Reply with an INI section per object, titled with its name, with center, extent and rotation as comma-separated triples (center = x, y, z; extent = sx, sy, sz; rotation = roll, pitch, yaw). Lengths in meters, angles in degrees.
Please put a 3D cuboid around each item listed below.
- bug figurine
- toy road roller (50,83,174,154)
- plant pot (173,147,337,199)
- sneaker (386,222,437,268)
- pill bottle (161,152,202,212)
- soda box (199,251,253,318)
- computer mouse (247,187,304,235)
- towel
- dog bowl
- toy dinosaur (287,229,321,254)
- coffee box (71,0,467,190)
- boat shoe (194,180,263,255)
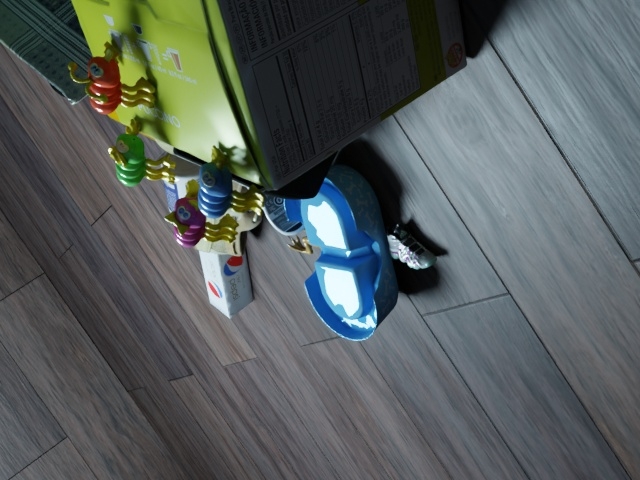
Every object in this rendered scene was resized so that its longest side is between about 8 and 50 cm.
[bug figurine]
center = -0.184, -0.091, 1.141
extent = 0.279, 0.072, 0.216
rotation = 43, 154, 18
[toy road roller]
center = -0.275, -0.311, 1.658
extent = 0.329, 0.241, 0.202
rotation = 30, 166, -27
[plant pot]
center = -0.069, -0.159, 1.453
extent = 0.188, 0.188, 0.167
rotation = 25, 178, 32
[sneaker]
center = 0.133, 0.003, 1.506
extent = 0.098, 0.038, 0.069
rotation = 18, 137, 48
[pill bottle]
center = -0.259, -0.098, 1.949
extent = 0.094, 0.094, 0.169
rotation = 38, 149, 28
[soda box]
center = -0.198, 0.058, 2.053
extent = 0.069, 0.074, 0.216
rotation = 35, 148, 32
[computer mouse]
center = -0.090, -0.093, 1.644
extent = 0.193, 0.106, 0.042
rotation = 57, 178, -7
[towel]
center = -0.345, -0.373, 1.509
extent = 0.324, 0.312, 0.056
rotation = 40, 165, 30
[dog bowl]
center = 0.039, 0.013, 1.586
extent = 0.165, 0.074, 0.297
rotation = 9, 121, 48
[toy dinosaur]
center = 0.000, 0.000, 1.687
extent = 0.112, 0.064, 0.212
rotation = -2, 120, 57
[coffee box]
center = -0.079, -0.315, 1.153
extent = 0.337, 0.334, 0.338
rotation = 25, 141, 43
[boat shoe]
center = -0.154, -0.078, 1.810
extent = 0.110, 0.122, 0.341
rotation = 17, 150, -6
